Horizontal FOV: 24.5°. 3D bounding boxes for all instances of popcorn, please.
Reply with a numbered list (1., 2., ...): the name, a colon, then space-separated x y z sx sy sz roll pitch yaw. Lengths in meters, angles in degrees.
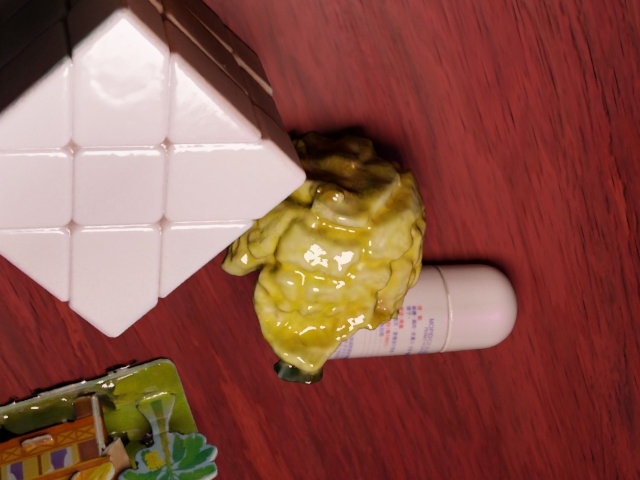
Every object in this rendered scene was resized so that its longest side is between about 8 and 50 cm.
1. popcorn: 0.001 -0.008 1.949 0.293 0.293 0.237 -9 128 -9

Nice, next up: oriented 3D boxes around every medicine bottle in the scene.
1. medicine bottle: 0.118 0.101 2.124 0.341 0.130 0.130 -3 124 -12

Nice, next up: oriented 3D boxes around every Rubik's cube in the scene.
1. Rubik's cube: -0.254 -0.143 1.748 0.322 0.316 0.319 -40 123 12

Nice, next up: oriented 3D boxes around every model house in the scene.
1. model house: -0.310 0.379 2.098 0.358 0.312 0.242 -16 128 -5
